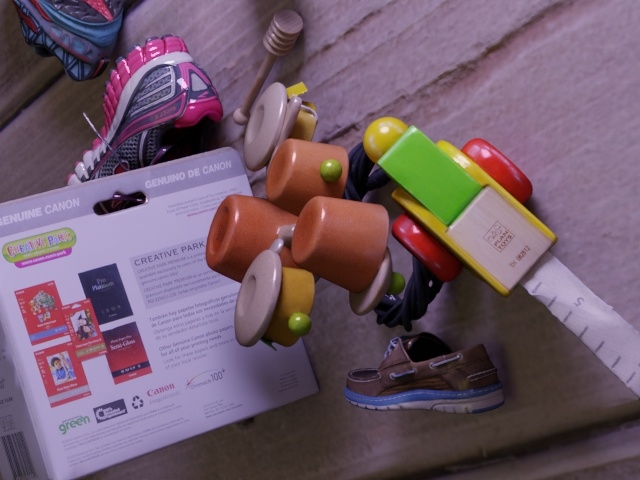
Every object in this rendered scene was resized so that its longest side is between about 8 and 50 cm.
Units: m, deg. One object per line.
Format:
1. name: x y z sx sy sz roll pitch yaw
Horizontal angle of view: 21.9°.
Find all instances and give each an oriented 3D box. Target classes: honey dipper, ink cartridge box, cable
1. honey dipper: -0.056 -0.165 1.611 0.030 0.030 0.160 59 147 20
2. ink cartridge box: -0.193 0.075 1.652 0.130 0.309 0.272 -20 86 56
3. cable: 0.062 -0.004 1.494 0.150 0.047 0.184 44 137 36

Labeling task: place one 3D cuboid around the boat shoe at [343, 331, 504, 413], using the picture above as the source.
1. boat shoe: 0.092 0.117 1.497 0.183 0.066 0.066 -4 96 45

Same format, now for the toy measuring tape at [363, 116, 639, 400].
1. toy measuring tape: 0.161 0.018 1.338 0.330 0.121 0.121 43 138 11

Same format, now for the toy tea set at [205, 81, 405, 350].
1. toy tea set: 0.000 0.000 1.459 0.336 0.124 0.200 -117 48 -63

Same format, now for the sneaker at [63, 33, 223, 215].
1. sneaker: -0.191 -0.072 1.756 0.112 0.121 0.299 50 139 27

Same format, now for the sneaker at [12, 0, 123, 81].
1. sneaker: -0.324 -0.269 1.875 0.262 0.104 0.125 44 138 36
